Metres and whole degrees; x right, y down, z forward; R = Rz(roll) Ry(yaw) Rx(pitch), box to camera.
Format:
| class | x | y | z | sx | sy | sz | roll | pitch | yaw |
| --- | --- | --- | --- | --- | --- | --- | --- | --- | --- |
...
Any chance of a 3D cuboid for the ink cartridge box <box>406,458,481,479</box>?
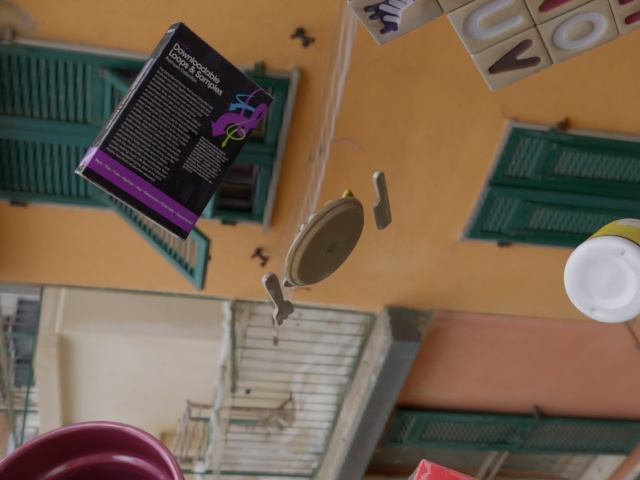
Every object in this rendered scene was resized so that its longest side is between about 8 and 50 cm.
| class | x | y | z | sx | sy | sz | roll | pitch | yaw |
| --- | --- | --- | --- | --- | --- | --- | --- | --- | --- |
| ink cartridge box | 0.094 | 0.267 | 0.665 | 0.231 | 0.078 | 0.134 | 85 | -153 | -67 |

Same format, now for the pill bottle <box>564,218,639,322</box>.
| class | x | y | z | sx | sy | sz | roll | pitch | yaw |
| --- | --- | --- | --- | --- | --- | --- | --- | --- | --- |
| pill bottle | 0.235 | 0.019 | 0.610 | 0.116 | 0.065 | 0.065 | -19 | -58 | -56 |

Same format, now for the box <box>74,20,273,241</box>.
| class | x | y | z | sx | sy | sz | roll | pitch | yaw |
| --- | --- | --- | --- | --- | --- | --- | --- | --- | --- |
| box | -0.128 | -0.097 | 0.714 | 0.162 | 0.116 | 0.029 | -58 | 33 | -8 |

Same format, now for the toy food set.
| class | x | y | z | sx | sy | sz | roll | pitch | yaw |
| --- | --- | --- | --- | --- | --- | --- | --- | --- | --- |
| toy food set | 0.000 | 0.000 | 0.902 | 0.038 | 0.192 | 0.132 | 39 | 162 | 26 |

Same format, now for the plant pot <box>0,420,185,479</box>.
| class | x | y | z | sx | sy | sz | roll | pitch | yaw |
| --- | --- | --- | --- | --- | --- | --- | --- | --- | --- |
| plant pot | -0.209 | 0.302 | 0.738 | 0.201 | 0.201 | 0.180 | -98 | 2 | -49 |

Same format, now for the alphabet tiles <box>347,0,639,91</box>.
| class | x | y | z | sx | sy | sz | roll | pitch | yaw |
| --- | --- | --- | --- | --- | --- | --- | --- | --- | --- |
| alphabet tiles | 0.098 | -0.159 | 0.371 | 0.237 | 0.198 | 0.009 | 39 | -144 | -51 |
